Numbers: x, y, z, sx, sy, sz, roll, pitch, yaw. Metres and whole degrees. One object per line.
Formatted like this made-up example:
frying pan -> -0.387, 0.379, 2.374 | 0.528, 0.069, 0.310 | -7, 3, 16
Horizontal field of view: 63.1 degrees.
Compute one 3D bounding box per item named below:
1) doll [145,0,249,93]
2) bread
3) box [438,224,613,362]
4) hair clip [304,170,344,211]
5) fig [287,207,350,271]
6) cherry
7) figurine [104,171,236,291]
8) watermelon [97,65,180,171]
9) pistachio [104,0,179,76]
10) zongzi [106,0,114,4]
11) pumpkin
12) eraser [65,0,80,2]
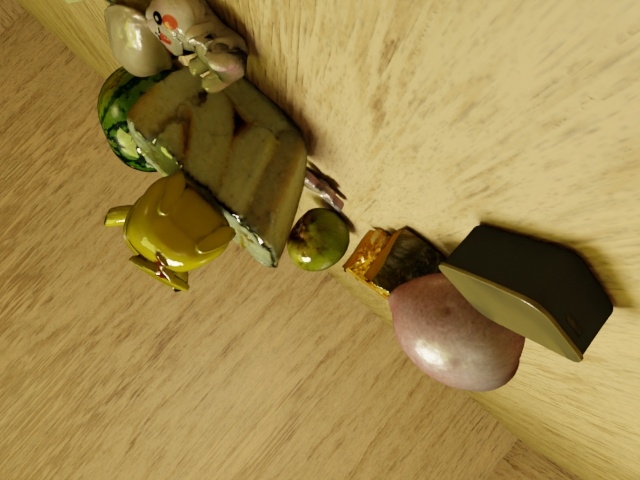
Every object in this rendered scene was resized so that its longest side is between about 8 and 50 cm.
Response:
doll -> -0.196, -0.328, 0.823 | 0.192, 0.095, 0.149 | 43, 167, -3
bread -> -0.160, -0.165, 1.051 | 0.395, 0.264, 0.239 | 41, 161, 0
box -> 0.276, 0.063, 0.710 | 0.144, 0.090, 0.201 | 45, 172, -26
hair clip -> -0.045, -0.145, 1.268 | 0.257, 0.075, 0.146 | 27, 168, 38
fig -> 0.000, 0.000, 1.461 | 0.181, 0.181, 0.191 | 36, -166, 37
cherry -> 0.239, 0.162, 0.925 | 0.239, 0.206, 0.239 | -2, 153, -1
figurine -> -0.275, -0.008, 0.958 | 0.218, 0.169, 0.326 | 51, 162, -15
watermelon -> -0.448, -0.332, 1.384 | 0.285, 0.285, 0.285 | 40, 173, 6
pistachio -> -0.343, -0.399, 1.003 | 0.144, 0.144, 0.215 | 41, 159, 0
zongzi -> -0.408, -0.493, 1.072 | 0.109, 0.055, 0.119 | 48, 174, 16
pumpkin -> 0.143, 0.047, 1.130 | 0.280, 0.139, 0.190 | 32, 173, 36
eraser -> -0.450, -0.510, 0.967 | 0.172, 0.058, 0.117 | 20, 138, 44
